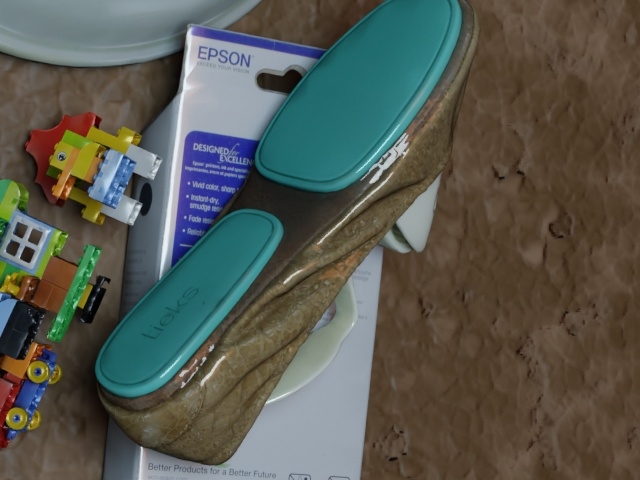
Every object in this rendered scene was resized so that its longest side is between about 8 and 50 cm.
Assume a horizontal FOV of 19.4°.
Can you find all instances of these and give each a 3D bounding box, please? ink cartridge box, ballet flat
[{"bbox_3d":[-0.044,0.036,1.222,0.165,0.065,0.332,9,87,-28],"label":"ink cartridge box"},{"bbox_3d":[0.000,0.000,1.159,0.342,0.116,0.124,-54,133,-18],"label":"ballet flat"}]

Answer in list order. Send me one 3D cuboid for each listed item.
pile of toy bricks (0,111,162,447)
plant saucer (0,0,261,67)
[{"bbox_3d":[-0.192,0.013,1.132,0.105,0.118,0.212,24,88,11],"label":"pile of toy bricks"},{"bbox_3d":[-0.122,-0.304,1.131,0.400,0.100,0.400,-4,98,-34],"label":"plant saucer"}]
